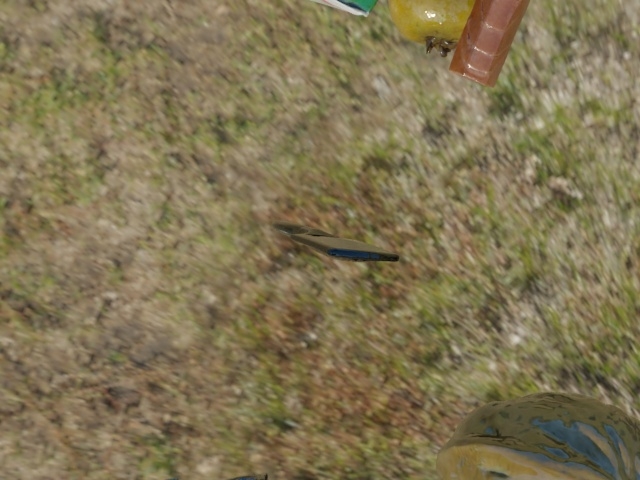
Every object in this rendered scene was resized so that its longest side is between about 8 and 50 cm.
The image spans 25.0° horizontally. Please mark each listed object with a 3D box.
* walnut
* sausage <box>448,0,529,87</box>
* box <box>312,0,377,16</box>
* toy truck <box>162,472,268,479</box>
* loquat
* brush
[{"bbox_3d":[0.222,0.254,1.392,0.261,0.225,0.225,-19,68,61],"label":"walnut"},{"bbox_3d":[0.216,-0.275,1.767,0.065,0.065,0.169,25,95,22],"label":"sausage"},{"bbox_3d":[0.025,-0.240,0.861,0.199,0.081,0.135,-59,28,2],"label":"box"},{"bbox_3d":[-0.109,0.228,0.888,0.155,0.268,0.124,-11,90,7],"label":"toy truck"},{"bbox_3d":[0.173,-0.346,2.078,0.163,0.137,0.163,6,74,-22],"label":"loquat"},{"bbox_3d":[0.000,0.000,1.203,0.063,0.193,0.016,7,97,-24],"label":"brush"}]
